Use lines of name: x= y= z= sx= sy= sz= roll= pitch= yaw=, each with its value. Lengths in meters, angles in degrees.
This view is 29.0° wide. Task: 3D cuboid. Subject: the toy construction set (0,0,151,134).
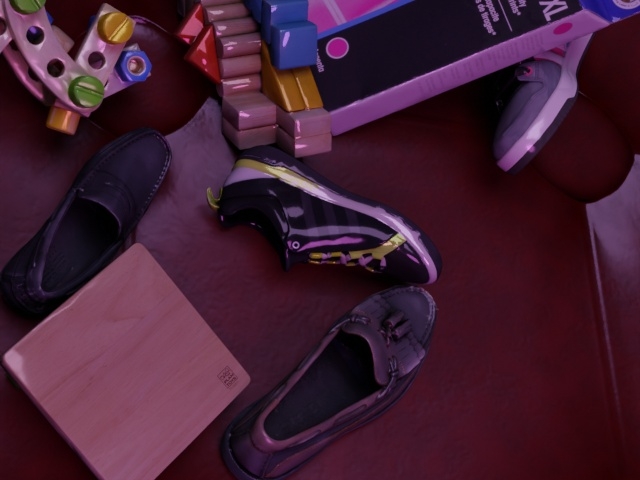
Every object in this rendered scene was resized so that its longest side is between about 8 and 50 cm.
toy construction set: x=-0.307 y=-0.107 z=1.100 sx=0.215 sy=0.151 sz=0.327 roll=42 pitch=62 yaw=-26

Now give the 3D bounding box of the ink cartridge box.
ink cartridge box: x=0.148 y=-0.257 z=1.277 sx=0.371 sy=0.069 sz=0.175 roll=-21 pitch=70 yaw=5

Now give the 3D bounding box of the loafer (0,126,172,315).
loafer: x=-0.199 y=-0.021 z=1.115 sx=0.076 sy=0.078 sz=0.223 roll=49 pitch=56 yaw=-21

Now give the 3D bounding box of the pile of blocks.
pile of blocks: x=-0.095 y=-0.246 z=1.237 sx=0.113 sy=0.149 sz=0.362 roll=-14 pitch=70 yaw=-26

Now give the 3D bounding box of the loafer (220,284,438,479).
loafer: x=0.026 y=0.124 z=1.129 sx=0.096 sy=0.084 sz=0.267 roll=47 pitch=58 yaw=7

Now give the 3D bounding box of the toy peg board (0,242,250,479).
toy peg board: x=-0.176 y=0.117 z=1.075 sx=0.161 sy=0.079 sz=0.160 roll=-44 pitch=100 yaw=-31

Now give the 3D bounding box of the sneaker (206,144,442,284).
sneaker: x=0.000 y=0.000 z=1.194 sx=0.235 sy=0.084 sz=0.097 roll=28 pitch=67 yaw=6

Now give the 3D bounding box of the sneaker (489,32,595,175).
sneaker: x=0.196 y=-0.217 z=1.343 sx=0.178 sy=0.124 sz=0.295 roll=32 pitch=50 yaw=-8
